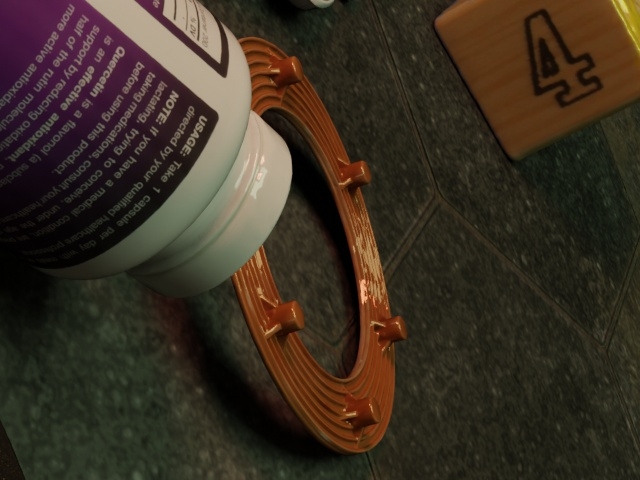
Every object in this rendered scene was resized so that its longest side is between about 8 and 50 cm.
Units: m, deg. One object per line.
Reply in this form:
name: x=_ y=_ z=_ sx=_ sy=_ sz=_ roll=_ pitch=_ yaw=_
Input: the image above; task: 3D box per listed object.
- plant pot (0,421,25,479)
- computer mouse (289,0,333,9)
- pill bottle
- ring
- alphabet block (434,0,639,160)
plant pot: x=-0.226 y=0.128 z=0.617 sx=0.187 sy=0.188 sz=0.167 roll=44 pitch=23 yaw=-32
computer mouse: x=-0.009 y=-0.263 z=1.421 sx=0.106 sy=0.042 sz=0.193 roll=63 pitch=23 yaw=-12
pill bottle: x=-0.165 y=-0.098 z=0.813 sx=0.323 sy=0.181 sz=0.181 roll=40 pitch=37 yaw=-37
ring: x=0.000 y=0.000 z=1.152 sx=0.336 sy=0.032 sz=0.336 roll=-17 pitch=90 yaw=-72
alphabet block: x=0.277 y=-0.235 z=1.702 sx=0.193 sy=0.197 sz=0.192 roll=58 pitch=29 yaw=-10
